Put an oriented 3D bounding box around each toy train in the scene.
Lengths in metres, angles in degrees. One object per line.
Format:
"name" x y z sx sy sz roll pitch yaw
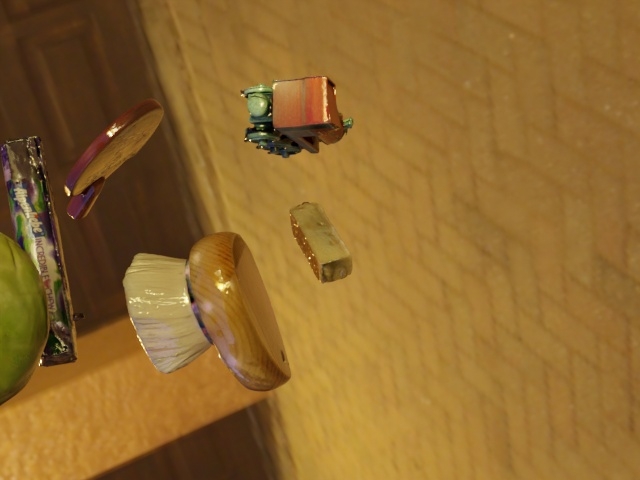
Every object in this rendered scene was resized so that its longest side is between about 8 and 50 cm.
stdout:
"toy train" -0.022 -0.139 1.412 0.176 0.118 0.074 25 -117 -72

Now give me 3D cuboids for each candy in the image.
"candy" -0.379 0.016 1.645 0.088 0.061 0.312 115 143 -72

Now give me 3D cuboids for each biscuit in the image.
"biscuit" 0.000 0.000 1.837 0.188 0.056 0.052 -118 20 -57

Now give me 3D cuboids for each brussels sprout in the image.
"brussels sprout" -0.418 0.087 1.409 0.244 0.244 0.244 58 163 30

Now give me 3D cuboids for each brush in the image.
"brush" -0.155 0.124 1.738 0.174 0.166 0.267 -92 -20 -62

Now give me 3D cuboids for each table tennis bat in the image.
"table tennis bat" -0.356 -0.130 2.010 0.038 0.200 0.310 46 139 3

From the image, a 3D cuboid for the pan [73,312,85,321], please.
"pan" -0.415 0.113 1.750 0.212 0.114 0.040 -16 78 37
